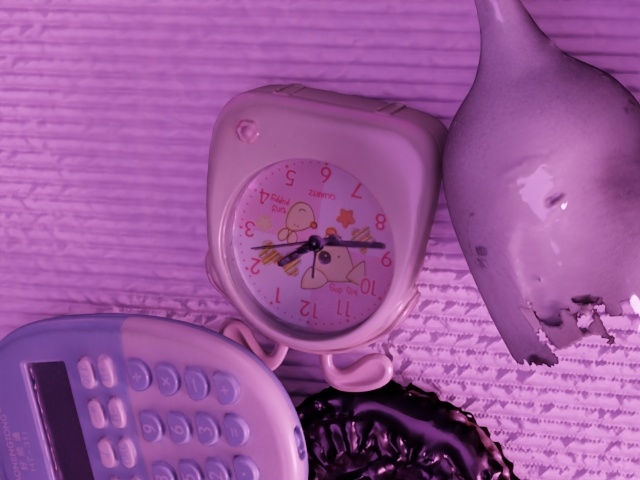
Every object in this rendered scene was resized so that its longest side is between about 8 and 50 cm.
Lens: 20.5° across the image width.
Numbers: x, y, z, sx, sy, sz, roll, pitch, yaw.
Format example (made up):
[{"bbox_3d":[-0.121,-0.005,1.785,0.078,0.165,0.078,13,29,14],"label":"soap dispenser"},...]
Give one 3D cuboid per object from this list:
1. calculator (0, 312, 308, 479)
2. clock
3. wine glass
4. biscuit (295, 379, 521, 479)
[{"bbox_3d":[-0.140,0.140,1.220,0.303,0.042,0.188,-3,106,34],"label":"calculator"},{"bbox_3d":[0.000,0.000,1.143,0.152,0.062,0.191,13,107,17],"label":"clock"},{"bbox_3d":[0.116,-0.088,1.043,0.143,0.143,0.321,-16,103,21],"label":"wine glass"},{"bbox_3d":[0.044,0.182,1.191,0.195,0.053,0.194,5,107,17],"label":"biscuit"}]
